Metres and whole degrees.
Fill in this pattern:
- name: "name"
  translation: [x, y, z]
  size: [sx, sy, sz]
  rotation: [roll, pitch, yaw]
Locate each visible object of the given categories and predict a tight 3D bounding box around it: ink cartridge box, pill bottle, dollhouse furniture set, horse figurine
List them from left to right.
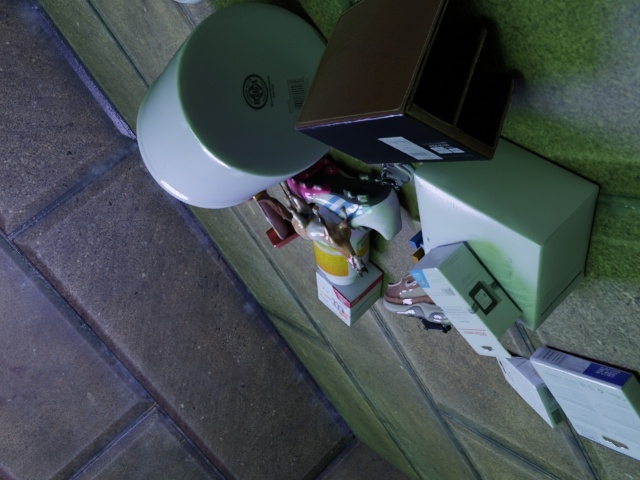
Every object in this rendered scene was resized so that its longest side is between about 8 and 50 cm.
- name: "dollhouse furniture set"
  translation: [-0.144, -0.156, 1.781]
  size: [0.201, 0.152, 0.374]
  rotation: [58, 177, -28]
- name: "horse figurine"
  translation: [-0.011, -0.039, 1.426]
  size: [0.263, 0.066, 0.174]
  rotation: [25, 156, 34]
- name: "pill bottle"
  translation: [0.050, 0.009, 1.611]
  size: [0.136, 0.136, 0.246]
  rotation: [41, 161, 23]
- name: "ink cartridge box"
  translation: [0.077, 0.121, 1.794]
  size: [0.128, 0.127, 0.176]
  rotation: [41, 162, 21]
- name: "ink cartridge box"
  translation: [0.230, 0.093, 1.031]
  size: [0.180, 0.060, 0.104]
  rotation: [49, 164, -7]
- name: "ink cartridge box"
  translation: [0.451, 0.304, 1.465]
  size: [0.145, 0.045, 0.179]
  rotation: [59, 178, -32]
- name: "ink cartridge box"
  translation: [0.527, 0.310, 1.253]
  size: [0.224, 0.045, 0.223]
  rotation: [54, 162, -20]

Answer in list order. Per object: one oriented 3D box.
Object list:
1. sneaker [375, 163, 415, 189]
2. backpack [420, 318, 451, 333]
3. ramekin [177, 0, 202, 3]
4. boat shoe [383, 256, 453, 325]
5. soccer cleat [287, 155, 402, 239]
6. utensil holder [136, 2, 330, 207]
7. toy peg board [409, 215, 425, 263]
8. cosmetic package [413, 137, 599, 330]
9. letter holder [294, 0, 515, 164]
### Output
- name: "sneaker"
  translation: [0.122, -0.136, 1.248]
  size: [0.098, 0.069, 0.038]
  rotation: [45, 162, 12]
- name: "backpack"
  translation: [0.247, 0.136, 1.492]
  size: [0.114, 0.084, 0.105]
  rotation: [48, 163, -14]
- name: "ramekin"
  translation: [-0.247, -0.545, 1.178]
  size: [0.273, 0.127, 0.273]
  rotation: [43, 162, 18]
- name: "boat shoe"
  translation: [0.216, 0.092, 1.260]
  size: [0.123, 0.116, 0.324]
  rotation: [9, 177, -21]
- name: "soccer cleat"
  translation: [0.045, -0.085, 1.455]
  size: [0.331, 0.116, 0.143]
  rotation: [26, 148, 50]
- name: "utensil holder"
  translation: [-0.168, -0.243, 1.302]
  size: [0.327, 0.327, 0.385]
  rotation: [52, 161, -11]
- name: "toy peg board"
  translation: [0.244, 0.053, 1.338]
  size: [0.161, 0.079, 0.161]
  rotation: [25, 151, 51]
- name: "cosmetic package"
  translation: [0.275, -0.020, 1.019]
  size: [0.224, 0.138, 0.225]
  rotation: [36, 157, 35]
- name: "letter holder"
  translation: [0.122, -0.236, 0.957]
  size: [0.152, 0.214, 0.302]
  rotation: [21, 175, -28]
